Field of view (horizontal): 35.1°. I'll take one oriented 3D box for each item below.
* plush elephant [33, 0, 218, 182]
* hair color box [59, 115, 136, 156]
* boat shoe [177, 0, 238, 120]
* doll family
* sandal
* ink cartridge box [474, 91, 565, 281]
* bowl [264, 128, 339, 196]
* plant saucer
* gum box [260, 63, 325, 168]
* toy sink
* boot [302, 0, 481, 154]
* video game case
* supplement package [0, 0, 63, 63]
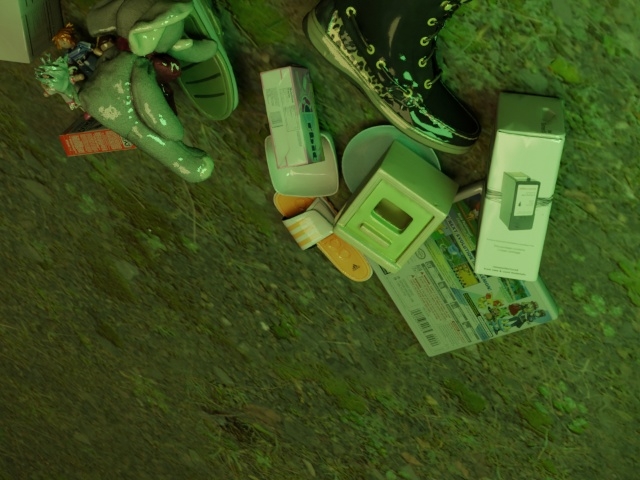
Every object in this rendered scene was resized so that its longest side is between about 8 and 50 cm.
[{"bbox_3d":[-0.296,-0.309,1.743,0.330,0.272,0.255,33,97,-42],"label":"plush elephant"},{"bbox_3d":[-0.433,-0.221,2.054,0.167,0.093,0.053,-3,121,21],"label":"hair color box"},{"bbox_3d":[-0.223,-0.373,1.869,0.113,0.103,0.302,-8,119,28],"label":"boat shoe"},{"bbox_3d":[-0.432,-0.354,1.964,0.263,0.118,0.163,-18,132,34],"label":"doll family"},{"bbox_3d":[0.008,-0.005,2.047,0.265,0.076,0.102,46,125,-12],"label":"sandal"},{"bbox_3d":[0.344,-0.098,1.764,0.114,0.198,0.273,8,118,6],"label":"ink cartridge box"},{"bbox_3d":[-0.029,-0.158,1.973,0.142,0.053,0.142,2,123,20],"label":"bowl"},{"bbox_3d":[0.139,-0.140,1.934,0.194,0.037,0.195,9,125,13],"label":"plant saucer"},{"bbox_3d":[-0.051,-0.231,1.858,0.062,0.107,0.188,-9,94,19],"label":"gum box"},{"bbox_3d":[0.124,-0.041,1.898,0.152,0.131,0.234,36,127,-4],"label":"toy sink"},{"bbox_3d":[0.185,-0.347,1.724,0.377,0.138,0.284,42,126,-3],"label":"boot"},{"bbox_3d":[0.270,0.065,2.024,0.300,0.036,0.329,-21,112,30],"label":"video game case"},{"bbox_3d":[-0.652,-0.473,1.934,0.261,0.145,0.204,9,125,14],"label":"supplement package"}]
